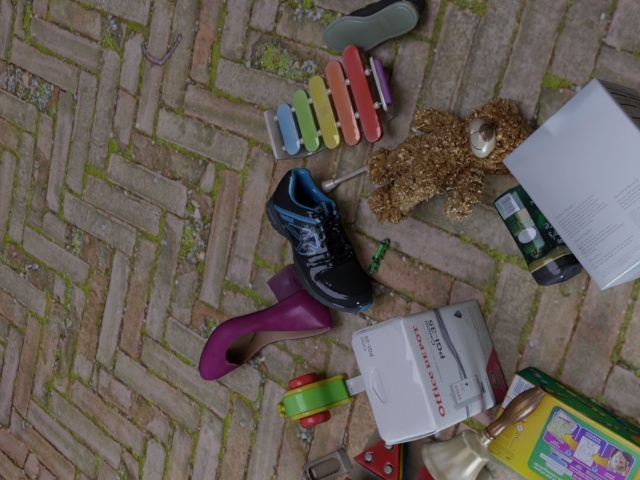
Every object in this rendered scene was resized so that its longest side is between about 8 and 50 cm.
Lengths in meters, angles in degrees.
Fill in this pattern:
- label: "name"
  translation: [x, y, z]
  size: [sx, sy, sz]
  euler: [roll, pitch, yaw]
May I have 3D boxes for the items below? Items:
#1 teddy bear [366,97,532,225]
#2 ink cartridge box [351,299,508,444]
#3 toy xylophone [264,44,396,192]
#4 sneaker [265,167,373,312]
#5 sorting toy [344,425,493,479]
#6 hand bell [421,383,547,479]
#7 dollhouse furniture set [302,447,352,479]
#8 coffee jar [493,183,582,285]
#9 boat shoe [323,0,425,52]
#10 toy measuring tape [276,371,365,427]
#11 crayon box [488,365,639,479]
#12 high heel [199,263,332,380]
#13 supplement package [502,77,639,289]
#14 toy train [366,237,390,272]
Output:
- label: "teddy bear"
  translation: [0.222, -0.149, 1.535]
  size: [0.338, 0.113, 0.245]
  euler: [-3, 60, 40]
- label: "ink cartridge box"
  translation: [0.206, 0.232, 1.497]
  size: [0.117, 0.283, 0.207]
  euler: [-24, 79, 36]
- label: "toy xylophone"
  translation: [0.036, -0.243, 1.723]
  size: [0.323, 0.081, 0.236]
  euler: [-30, 76, 35]
- label: "sneaker"
  translation: [0.000, 0.000, 1.718]
  size: [0.340, 0.125, 0.139]
  euler: [53, 143, 21]
- label: "sorting toy"
  translation: [0.155, 0.496, 1.598]
  size: [0.257, 0.089, 0.255]
  euler: [23, 74, 34]
- label: "hand bell"
  translation: [0.304, 0.334, 1.456]
  size: [0.242, 0.126, 0.126]
  euler: [-48, 65, 21]
- label: "dollhouse furniture set"
  translation: [0.013, 0.543, 1.763]
  size: [0.144, 0.123, 0.151]
  euler: [-33, 73, 34]
- label: "coffee jar"
  translation: [0.388, -0.010, 1.462]
  size: [0.079, 0.096, 0.184]
  euler: [-36, 72, 36]
- label: "boat shoe"
  translation: [0.109, -0.438, 1.667]
  size: [0.228, 0.068, 0.081]
  euler: [-6, 125, 39]
- label: "toy measuring tape"
  translation: [0.021, 0.324, 1.751]
  size: [0.330, 0.121, 0.121]
  euler: [-26, 77, 35]
- label: "crayon box"
  translation: [0.443, 0.366, 1.452]
  size: [0.278, 0.081, 0.165]
  euler: [30, 111, 32]
- label: "high heel"
  translation: [-0.132, 0.235, 1.846]
  size: [0.377, 0.127, 0.181]
  euler: [-50, 54, 25]
- label: "supplement package"
  translation: [0.478, -0.091, 1.324]
  size: [0.199, 0.198, 0.262]
  euler: [-45, 67, 31]
- label: "toy train"
  translation: [0.120, 0.032, 1.713]
  size: [0.017, 0.024, 0.083]
  euler: [36, 114, 30]
